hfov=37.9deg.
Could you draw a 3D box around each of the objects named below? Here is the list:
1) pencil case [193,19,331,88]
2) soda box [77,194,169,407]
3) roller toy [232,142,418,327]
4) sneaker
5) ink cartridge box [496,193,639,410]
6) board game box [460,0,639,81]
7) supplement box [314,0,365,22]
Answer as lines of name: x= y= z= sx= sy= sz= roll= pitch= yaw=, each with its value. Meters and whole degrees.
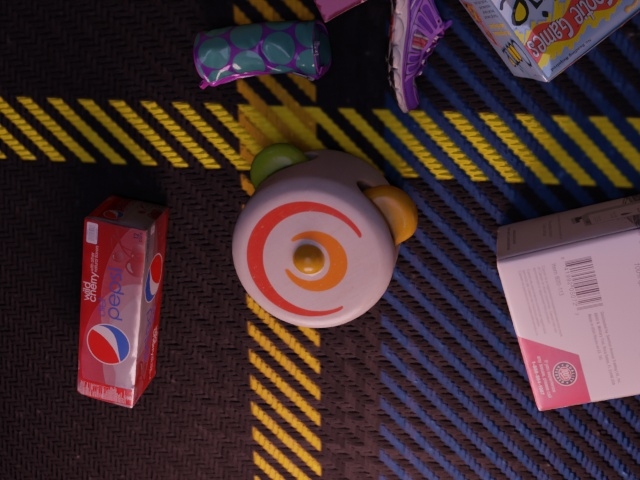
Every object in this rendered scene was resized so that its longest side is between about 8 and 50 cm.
pencil case: x=-0.067 y=-0.215 z=1.076 sx=0.151 sy=0.064 sz=0.070 roll=-2 pitch=87 yaw=13
soda box: x=-0.260 y=0.080 z=1.220 sx=0.083 sy=0.092 sz=0.263 roll=12 pitch=113 yaw=6
roller toy: x=0.000 y=0.000 z=1.106 sx=0.209 sy=0.146 sz=0.191 roll=15 pitch=115 yaw=4
sneaker: x=0.110 y=-0.224 z=1.040 sx=0.071 sy=0.068 sz=0.170 roll=1 pitch=117 yaw=-5
ink cartridge box: x=0.366 y=0.062 z=1.074 sx=0.283 sy=0.117 sz=0.207 roll=-13 pitch=108 yaw=17
board game box: x=0.186 y=-0.313 z=0.929 sx=0.142 sy=0.144 sz=0.275 roll=-38 pitch=101 yaw=6
supplement box: x=0.025 y=-0.276 z=1.022 sx=0.055 sy=0.083 sz=0.043 roll=-24 pitch=106 yaw=18
